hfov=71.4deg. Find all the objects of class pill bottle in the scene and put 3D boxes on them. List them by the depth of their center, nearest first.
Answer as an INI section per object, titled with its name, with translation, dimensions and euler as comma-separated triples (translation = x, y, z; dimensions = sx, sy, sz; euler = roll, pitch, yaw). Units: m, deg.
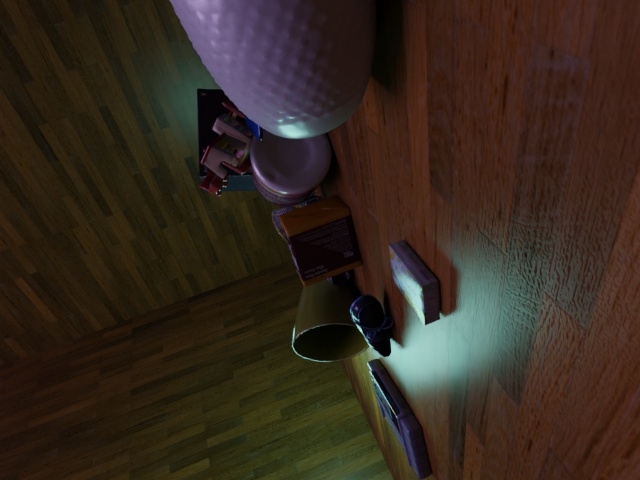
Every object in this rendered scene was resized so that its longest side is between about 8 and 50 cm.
[pill bottle]
translation = -0.103, -0.226, 1.376
dimensions = 0.392, 0.223, 0.224
euler = 157, 93, -82

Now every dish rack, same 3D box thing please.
[dish rack]
translation = -0.075, -0.251, 1.697
dimensions = 0.208, 0.074, 0.272
euler = -147, 40, -75

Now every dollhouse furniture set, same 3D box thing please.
[dollhouse furniture set]
translation = -0.288, -0.278, 1.327
dimensions = 0.201, 0.152, 0.374
euler = -55, 6, 34

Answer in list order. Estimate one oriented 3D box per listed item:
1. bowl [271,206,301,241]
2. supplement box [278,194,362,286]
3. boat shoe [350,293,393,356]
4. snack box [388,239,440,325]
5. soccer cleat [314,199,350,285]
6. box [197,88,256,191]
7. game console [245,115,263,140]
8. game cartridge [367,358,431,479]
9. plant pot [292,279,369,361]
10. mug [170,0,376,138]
[bowl]
translation = -0.077, -0.058, 1.500
dimensions = 0.170, 0.080, 0.170
euler = 43, -159, -21
[supplement box]
translation = 0.000, 0.000, 1.338
dimensions = 0.129, 0.191, 0.194
euler = -124, 16, -62
[boat shoe]
translation = 0.162, 0.240, 1.244
dimensions = 0.089, 0.109, 0.258
euler = 53, 179, 42
[snack box]
translation = 0.180, 0.079, 0.860
dimensions = 0.141, 0.037, 0.100
euler = -120, 15, -53
[soccer cleat]
translation = 0.017, 0.001, 1.504
dimensions = 0.143, 0.115, 0.332
euler = -121, 14, -58
[box]
translation = -0.294, -0.373, 1.674
dimensions = 0.179, 0.311, 0.344
euler = 131, 136, -75
[game console]
translation = -0.117, -0.408, 1.117
dimensions = 0.173, 0.250, 0.293
euler = 54, 180, -26
[game cartridge]
translation = 0.257, 0.592, 1.520
dimensions = 0.355, 0.068, 0.230
euler = -127, 15, -65
[plant pot]
translation = 0.031, 0.244, 1.622
dimensions = 0.275, 0.274, 0.294
euler = 80, -176, -49
[mug]
translation = -0.046, -0.364, 0.663
dimensions = 0.328, 0.275, 0.375
euler = 68, -154, -47
